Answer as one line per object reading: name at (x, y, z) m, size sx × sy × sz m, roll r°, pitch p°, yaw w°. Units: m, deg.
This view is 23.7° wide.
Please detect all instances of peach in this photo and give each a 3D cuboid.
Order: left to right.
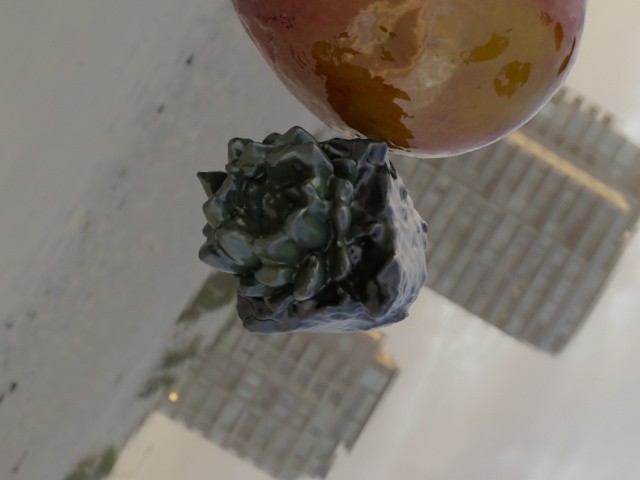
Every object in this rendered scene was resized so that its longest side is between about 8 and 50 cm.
peach at (0.057, -0.192, 1.134) m, size 0.238 × 0.281 × 0.281 m, roll -23°, pitch -145°, yaw 54°

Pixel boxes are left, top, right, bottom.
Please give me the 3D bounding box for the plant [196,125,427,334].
plant at (0.000, 0.000, 1.059) m, size 0.194 × 0.129 × 0.132 m, roll 26°, pitch 53°, yaw -65°
